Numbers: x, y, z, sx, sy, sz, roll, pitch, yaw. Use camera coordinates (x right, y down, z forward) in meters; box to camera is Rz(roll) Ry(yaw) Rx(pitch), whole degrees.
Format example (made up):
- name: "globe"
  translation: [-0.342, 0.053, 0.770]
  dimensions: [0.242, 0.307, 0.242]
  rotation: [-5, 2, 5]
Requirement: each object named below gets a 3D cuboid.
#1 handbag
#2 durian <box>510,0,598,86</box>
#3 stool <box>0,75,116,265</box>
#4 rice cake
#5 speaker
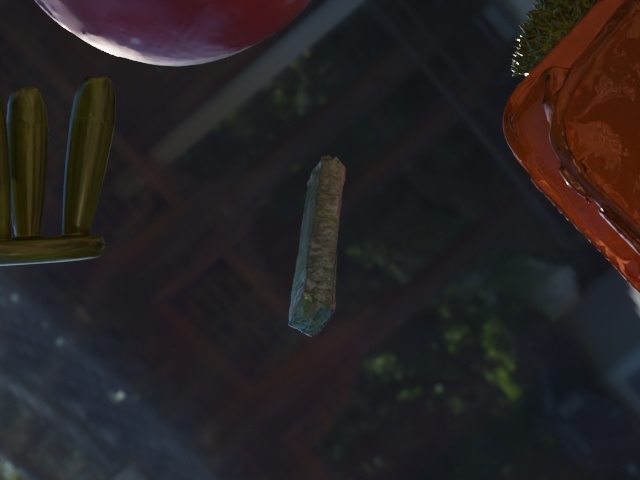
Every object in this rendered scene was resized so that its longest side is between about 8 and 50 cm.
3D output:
- name: "handbag"
  translation: [0.386, -0.058, 1.660]
  dimensions: [0.410, 0.303, 0.116]
  rotation: [46, 165, -9]
- name: "durian"
  translation: [0.299, -0.186, 1.987]
  dimensions: [0.198, 0.159, 0.146]
  rotation: [15, 180, -24]
- name: "stool"
  translation: [-0.187, -0.041, 1.136]
  dimensions: [0.135, 0.134, 0.110]
  rotation: [-30, -63, -84]
- name: "rice cake"
  translation: [0.000, 0.000, 1.773]
  dimensions: [0.034, 0.043, 0.211]
  rotation: [22, -137, -14]
- name: "speaker"
  translation: [-0.121, -0.280, 1.608]
  dimensions: [0.294, 0.294, 0.294]
  rotation: [50, -174, -7]
